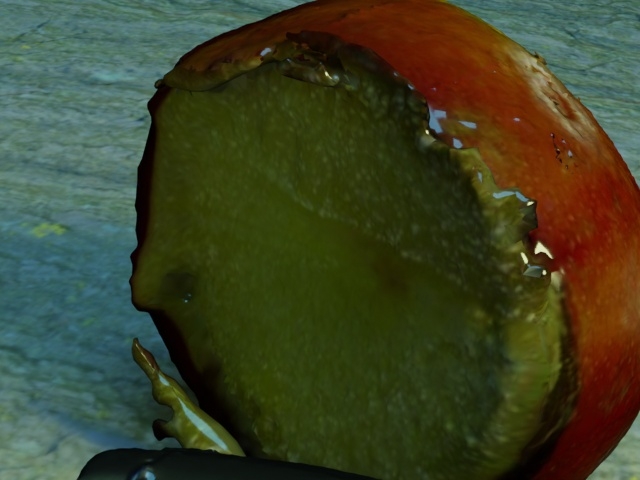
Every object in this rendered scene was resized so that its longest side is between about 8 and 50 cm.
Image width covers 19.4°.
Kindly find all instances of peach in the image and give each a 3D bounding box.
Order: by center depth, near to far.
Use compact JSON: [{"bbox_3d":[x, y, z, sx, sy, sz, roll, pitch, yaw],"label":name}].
[{"bbox_3d":[0.055,0.011,1.246,0.353,0.339,0.416,3,26,-9],"label":"peach"}]

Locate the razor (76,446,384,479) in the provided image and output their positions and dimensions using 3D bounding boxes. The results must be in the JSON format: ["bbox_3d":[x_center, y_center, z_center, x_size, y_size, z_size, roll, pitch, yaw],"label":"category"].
[{"bbox_3d":[0.027,0.188,1.036,0.327,0.107,0.189,13,-4,18],"label":"razor"}]
